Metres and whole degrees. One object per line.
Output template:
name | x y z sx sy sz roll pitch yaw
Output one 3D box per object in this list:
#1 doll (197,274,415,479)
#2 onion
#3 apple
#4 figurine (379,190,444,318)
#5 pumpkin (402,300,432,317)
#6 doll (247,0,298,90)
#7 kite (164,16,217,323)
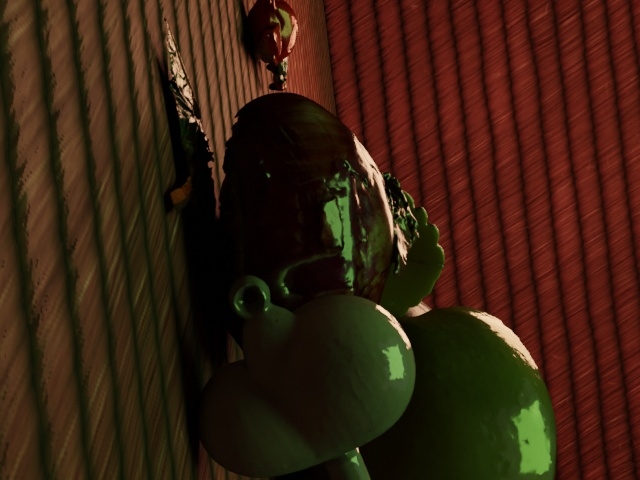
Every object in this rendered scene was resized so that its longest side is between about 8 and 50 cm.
doll | 0.023 0.179 0.894 0.094 0.160 0.365 -97 163 -68
onion | 0.000 0.000 0.994 0.230 0.163 0.229 -179 -90 -73
apple | 0.084 0.213 1.323 0.295 0.233 0.257 -43 -120 61
figurine | 0.008 -0.049 1.385 0.315 0.187 0.168 -107 -177 -64
pumpkin | 0.083 0.212 1.627 0.300 0.207 0.300 -10 90 -72
doll | -0.052 -0.234 1.453 0.169 0.057 0.109 72 15 -65
kite | -0.095 -0.053 0.928 0.189 0.009 0.232 -83 166 -73
